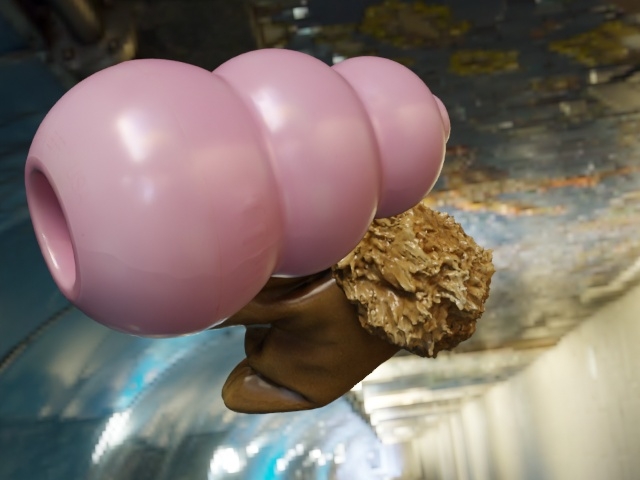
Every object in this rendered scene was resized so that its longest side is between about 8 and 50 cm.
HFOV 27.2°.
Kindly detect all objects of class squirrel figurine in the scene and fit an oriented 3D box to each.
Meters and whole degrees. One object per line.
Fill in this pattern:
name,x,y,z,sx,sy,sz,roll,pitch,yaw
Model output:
squirrel figurine,0.000,0.000,1.478,0.370,0.397,0.281,61,-143,-51

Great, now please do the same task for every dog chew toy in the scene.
dog chew toy,-0.048,-0.052,1.008,0.206,0.332,0.206,44,143,47
